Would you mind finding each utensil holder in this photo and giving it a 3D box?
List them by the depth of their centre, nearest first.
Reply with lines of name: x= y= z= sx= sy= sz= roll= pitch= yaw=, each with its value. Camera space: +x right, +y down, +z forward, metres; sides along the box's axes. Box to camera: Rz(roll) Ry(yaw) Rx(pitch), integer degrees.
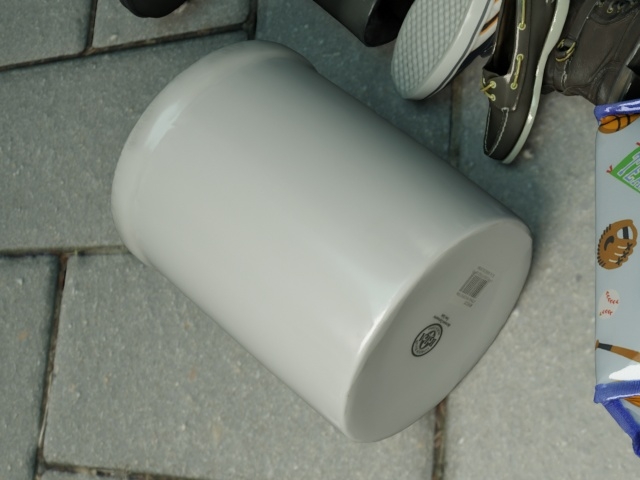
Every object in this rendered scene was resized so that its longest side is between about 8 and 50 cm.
utensil holder: x=0.000 y=0.000 z=1.180 sx=0.385 sy=0.328 sz=0.327 roll=40 pitch=100 yaw=30

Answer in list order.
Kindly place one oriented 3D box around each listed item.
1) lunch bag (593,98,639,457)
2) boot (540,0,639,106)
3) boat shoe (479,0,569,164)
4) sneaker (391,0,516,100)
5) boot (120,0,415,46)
lunch bag: x=0.455 y=0.015 z=0.919 sx=0.386 sy=0.239 sz=0.327 roll=-6 pitch=62 yaw=29
boot: x=0.331 y=-0.252 z=1.117 sx=0.263 sy=0.091 sz=0.229 roll=-63 pitch=27 yaw=20
boat shoe: x=0.223 y=-0.200 z=1.192 sx=0.081 sy=0.069 sz=0.227 roll=-111 pitch=31 yaw=-62
sneaker: x=0.208 y=-0.297 z=1.244 sx=0.321 sy=0.128 sz=0.126 roll=-58 pitch=39 yaw=36
boot: x=-0.055 y=-0.386 z=1.422 sx=0.445 sy=0.146 sz=0.367 roll=40 pitch=102 yaw=27
